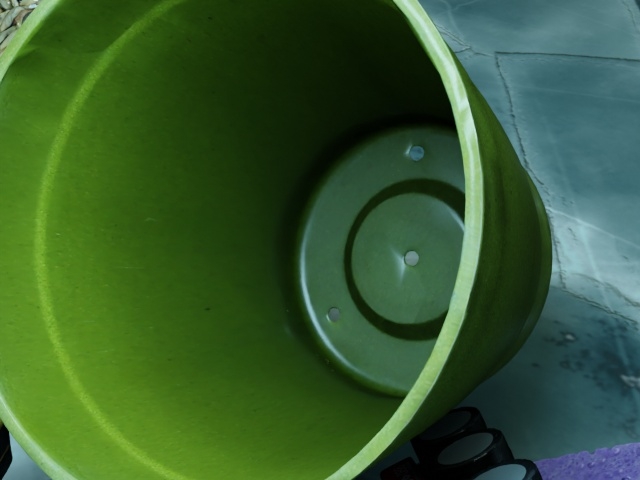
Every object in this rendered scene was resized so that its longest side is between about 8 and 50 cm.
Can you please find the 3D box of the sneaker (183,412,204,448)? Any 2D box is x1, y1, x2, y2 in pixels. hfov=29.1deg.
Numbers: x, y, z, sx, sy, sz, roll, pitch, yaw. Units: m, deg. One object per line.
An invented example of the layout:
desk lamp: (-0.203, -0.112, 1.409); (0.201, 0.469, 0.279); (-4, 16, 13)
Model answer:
sneaker: (-0.102, 0.159, 0.950); (0.064, 0.086, 0.192); (30, 12, -18)

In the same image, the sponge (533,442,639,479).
sponge: (0.247, 0.247, 0.947); (0.117, 0.031, 0.210); (-8, 39, -17)

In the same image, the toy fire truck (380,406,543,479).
toy fire truck: (0.032, 0.220, 0.845); (0.246, 0.158, 0.217); (-27, 9, -4)

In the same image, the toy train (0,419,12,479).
toy train: (-0.372, 0.146, 0.870); (0.334, 0.190, 0.142); (12, 38, 8)

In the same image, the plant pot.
plant pot: (0.000, 0.000, 0.875); (0.366, 0.366, 0.353); (28, 8, 26)

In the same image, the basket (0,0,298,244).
basket: (-0.190, -0.050, 1.101); (0.299, 0.213, 0.223); (12, 48, -51)
